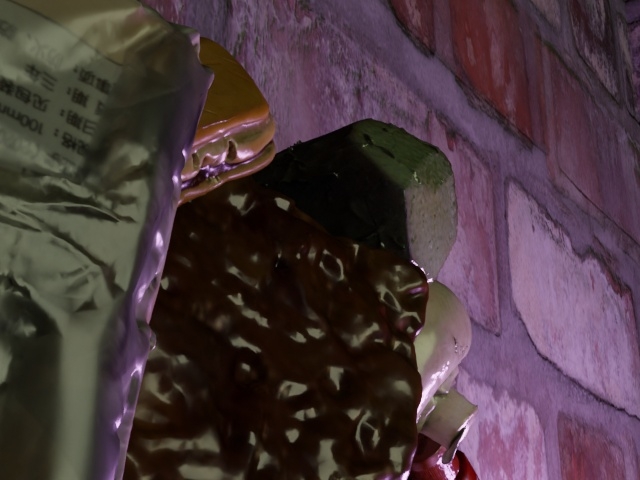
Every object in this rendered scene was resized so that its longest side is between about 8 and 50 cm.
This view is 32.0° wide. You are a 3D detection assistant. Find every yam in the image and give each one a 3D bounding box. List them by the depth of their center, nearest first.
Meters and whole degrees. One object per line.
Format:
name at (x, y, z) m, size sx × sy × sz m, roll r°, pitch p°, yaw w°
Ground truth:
yam at (-0.001, -0.005, 1.143) m, size 0.201 × 0.271 × 0.202 m, roll 65°, pitch 26°, yaw -19°

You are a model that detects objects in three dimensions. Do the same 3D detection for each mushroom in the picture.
mushroom at (0.084, 0.161, 1.254) m, size 0.202 × 0.246 × 0.246 m, roll 37°, pitch 34°, yaw 5°

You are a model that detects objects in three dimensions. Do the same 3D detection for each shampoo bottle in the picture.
shampoo bottle at (0.199, 0.383, 1.530) m, size 0.314 × 0.076 × 0.118 m, roll 61°, pitch 36°, yaw -28°

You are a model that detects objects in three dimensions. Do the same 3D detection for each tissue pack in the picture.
tissue pack at (-0.266, -0.013, 0.625) m, size 0.376 × 0.195 × 0.390 m, roll 15°, pitch 62°, yaw -8°

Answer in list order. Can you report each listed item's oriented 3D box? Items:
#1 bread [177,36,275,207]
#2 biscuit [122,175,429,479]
bread at (-0.112, -0.093, 0.858) m, size 0.116 × 0.077 × 0.200 m, roll 43°, pitch 36°, yaw 12°
biscuit at (-0.109, 0.097, 0.887) m, size 0.395 × 0.166 × 0.342 m, roll 29°, pitch 48°, yaw -19°
